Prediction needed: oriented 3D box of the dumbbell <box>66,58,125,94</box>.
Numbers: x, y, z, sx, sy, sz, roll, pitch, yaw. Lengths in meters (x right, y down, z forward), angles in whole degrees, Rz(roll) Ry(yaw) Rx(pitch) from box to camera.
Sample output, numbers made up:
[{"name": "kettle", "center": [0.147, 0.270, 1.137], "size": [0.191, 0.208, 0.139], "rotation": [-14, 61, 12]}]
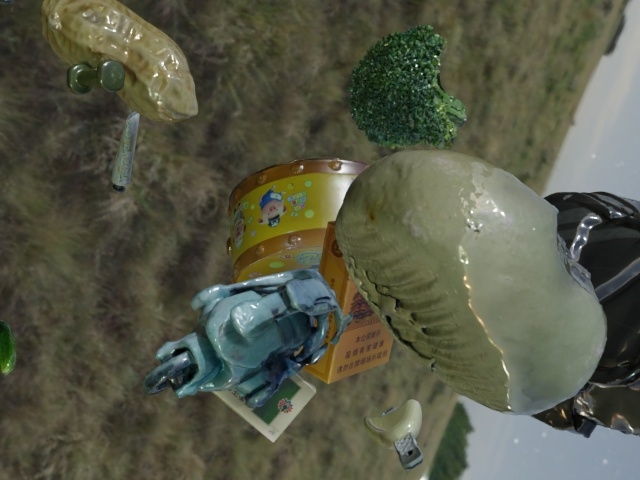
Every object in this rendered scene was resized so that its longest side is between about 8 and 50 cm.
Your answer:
[{"name": "dumbbell", "center": [-0.358, -0.258, 1.381], "size": [0.046, 0.118, 0.052], "rotation": [2, 93, -45]}]

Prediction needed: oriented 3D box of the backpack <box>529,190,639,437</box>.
[{"name": "backpack", "center": [0.453, 0.124, 1.191], "size": [0.363, 0.445, 0.255], "rotation": [-56, 140, -15]}]

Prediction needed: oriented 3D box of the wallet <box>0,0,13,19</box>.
[{"name": "wallet", "center": [-0.698, -0.445, 1.597], "size": [0.168, 0.245, 0.052], "rotation": [-8, -103, 63]}]

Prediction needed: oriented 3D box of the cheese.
[{"name": "cheese", "center": [0.159, 0.392, 1.744], "size": [0.127, 0.050, 0.235], "rotation": [-30, -165, 3]}]

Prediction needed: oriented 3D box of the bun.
[{"name": "bun", "center": [0.131, 0.024, 0.768], "size": [0.168, 0.273, 0.273], "rotation": [-42, 162, -13]}]

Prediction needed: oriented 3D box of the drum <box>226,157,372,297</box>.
[{"name": "drum", "center": [0.000, 0.000, 1.994], "size": [0.431, 0.431, 0.214], "rotation": [86, 0, -65]}]

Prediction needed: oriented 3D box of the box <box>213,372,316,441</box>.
[{"name": "box", "center": [-0.142, 0.356, 2.115], "size": [0.168, 0.212, 0.095], "rotation": [-50, -178, 1]}]

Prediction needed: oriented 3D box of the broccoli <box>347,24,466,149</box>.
[{"name": "broccoli", "center": [0.157, -0.218, 1.342], "size": [0.194, 0.194, 0.220], "rotation": [100, -25, -47]}]

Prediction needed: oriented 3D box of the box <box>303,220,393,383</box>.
[{"name": "box", "center": [0.067, 0.096, 1.517], "size": [0.174, 0.076, 0.274], "rotation": [-10, 117, -50]}]

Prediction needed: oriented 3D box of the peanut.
[{"name": "peanut", "center": [-0.333, -0.313, 1.465], "size": [0.140, 0.325, 0.153], "rotation": [-53, 169, 11]}]

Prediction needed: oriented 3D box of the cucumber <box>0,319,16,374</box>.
[{"name": "cucumber", "center": [-0.596, 0.198, 1.647], "size": [0.168, 0.039, 0.039], "rotation": [53, -45, 49]}]

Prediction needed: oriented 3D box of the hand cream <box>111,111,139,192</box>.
[{"name": "hand cream", "center": [-0.430, -0.196, 1.930], "size": [0.067, 0.042, 0.194], "rotation": [-55, 167, -61]}]

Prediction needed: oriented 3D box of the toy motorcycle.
[{"name": "toy motorcycle", "center": [-0.077, 0.109, 1.017], "size": [0.206, 0.154, 0.260], "rotation": [-33, 170, 19]}]
